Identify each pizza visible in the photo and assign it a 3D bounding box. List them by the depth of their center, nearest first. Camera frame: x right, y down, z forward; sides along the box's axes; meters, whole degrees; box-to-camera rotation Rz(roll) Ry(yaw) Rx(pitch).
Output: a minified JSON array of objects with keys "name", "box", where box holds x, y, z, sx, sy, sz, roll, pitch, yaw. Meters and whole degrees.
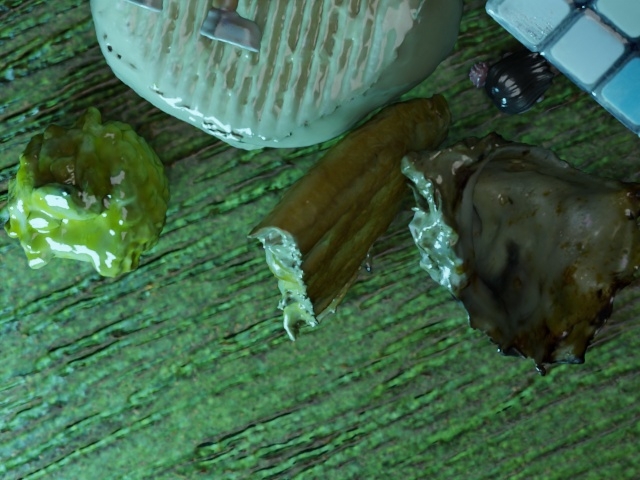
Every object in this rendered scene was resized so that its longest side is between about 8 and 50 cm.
[{"name":"pizza","box":[0.000,0.000,1.665,0.075,0.280,0.288,39,134,15]}]

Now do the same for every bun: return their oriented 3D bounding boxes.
[{"name":"bun","box":[-0.033,-0.257,1.612,0.359,0.211,0.360,2,99,12]}]

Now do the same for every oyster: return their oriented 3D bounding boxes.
[{"name":"oyster","box":[0.185,0.011,1.675,0.361,0.096,0.221,17,96,-39]}]

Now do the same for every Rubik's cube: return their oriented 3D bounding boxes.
[{"name":"Rubik's cube","box":[0.337,-0.265,1.563,0.253,0.259,0.256,38,118,-11]}]

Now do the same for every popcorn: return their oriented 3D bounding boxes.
[{"name":"popcorn","box":[-0.239,-0.042,1.695,0.173,0.142,0.173,-9,123,-14]}]

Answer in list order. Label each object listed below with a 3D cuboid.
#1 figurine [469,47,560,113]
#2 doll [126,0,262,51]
[{"name":"figurine","box":[0.219,-0.184,1.709,0.129,0.054,0.072,-38,96,5]},{"name":"doll","box":[-0.097,-0.290,1.474,0.183,0.085,0.217,25,120,16]}]
